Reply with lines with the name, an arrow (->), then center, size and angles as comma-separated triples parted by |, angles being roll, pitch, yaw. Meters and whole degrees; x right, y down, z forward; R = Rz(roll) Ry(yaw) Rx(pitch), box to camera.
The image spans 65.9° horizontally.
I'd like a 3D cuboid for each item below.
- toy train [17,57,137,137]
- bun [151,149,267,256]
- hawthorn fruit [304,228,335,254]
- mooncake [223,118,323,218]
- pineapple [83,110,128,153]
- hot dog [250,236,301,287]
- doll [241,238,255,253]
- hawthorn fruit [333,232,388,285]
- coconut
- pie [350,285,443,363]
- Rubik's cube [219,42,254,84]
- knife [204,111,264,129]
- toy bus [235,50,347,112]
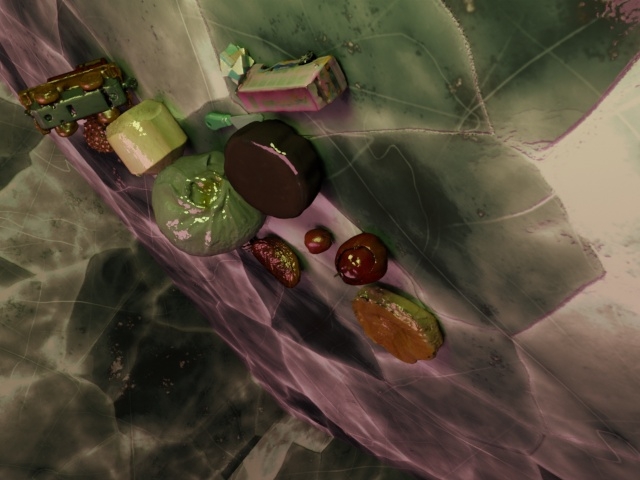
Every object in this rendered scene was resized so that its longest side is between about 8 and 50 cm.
toy train -> -0.809, -0.498, 1.677 | 0.163, 0.369, 0.231 | 79, 164, -45
bun -> -0.341, -0.126, 1.531 | 0.362, 0.362, 0.211 | 40, 155, 8
hawthorn fruit -> 0.000, 0.000, 1.537 | 0.093, 0.081, 0.081 | -17, 120, 27
mooncake -> -0.121, -0.197, 1.345 | 0.283, 0.141, 0.283 | 23, 142, 19
pineapple -> -0.790, -0.423, 1.919 | 0.340, 0.169, 0.169 | 10, 138, 43
hot dog -> -0.156, 0.075, 1.815 | 0.227, 0.099, 0.160 | 41, 153, 8
doll -> -0.298, -0.025, 1.906 | 0.091, 0.067, 0.219 | 23, 152, 30
hawthorn fruit -> 0.105, 0.058, 1.366 | 0.148, 0.172, 0.148 | 53, 155, 37
coconut -> -0.574, -0.331, 1.676 | 0.239, 0.239, 0.244 | -6, 125, 56
pie -> 0.237, 0.273, 1.581 | 0.339, 0.083, 0.339 | 31, 151, 19
Rubik's cube -> -0.205, -0.430, 1.198 | 0.075, 0.084, 0.073 | 27, 157, -3
knife -> -0.246, -0.342, 1.434 | 0.260, 0.034, 0.063 | 13, 143, 40
toy bus -> -0.076, -0.349, 1.110 | 0.274, 0.112, 0.090 | 13, 147, 45
